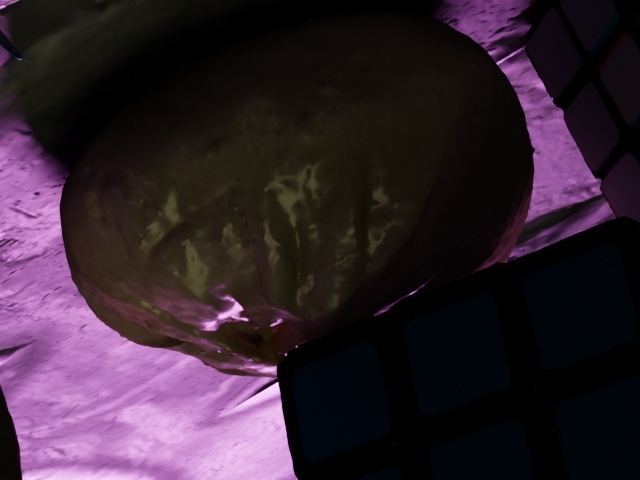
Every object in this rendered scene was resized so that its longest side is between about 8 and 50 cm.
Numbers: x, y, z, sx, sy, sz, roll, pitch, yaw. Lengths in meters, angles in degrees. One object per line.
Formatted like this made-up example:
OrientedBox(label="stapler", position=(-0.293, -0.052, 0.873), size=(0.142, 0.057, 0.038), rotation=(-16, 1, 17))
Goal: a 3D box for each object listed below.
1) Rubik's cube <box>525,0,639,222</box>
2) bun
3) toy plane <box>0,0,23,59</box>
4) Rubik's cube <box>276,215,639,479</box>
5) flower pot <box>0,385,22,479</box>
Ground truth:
OrientedBox(label="Rubik's cube", position=(0.204, -0.077, 0.799), size=(0.154, 0.155, 0.151), rotation=(-16, 158, -25))
OrientedBox(label="bun", position=(0.000, 0.000, 0.796), size=(0.222, 0.127, 0.222), rotation=(-23, 161, -8))
OrientedBox(label="toy plane", position=(-0.128, -0.077, 0.608), size=(0.078, 0.024, 0.084), rotation=(-35, 151, 27))
OrientedBox(label="Rubik's cube", position=(0.098, 0.108, 0.738), size=(0.162, 0.160, 0.163), rotation=(-22, 152, 22))
OrientedBox(label="flower pot", position=(-0.264, 0.149, 0.643), size=(0.294, 0.293, 0.330), rotation=(-4, 147, -44))
